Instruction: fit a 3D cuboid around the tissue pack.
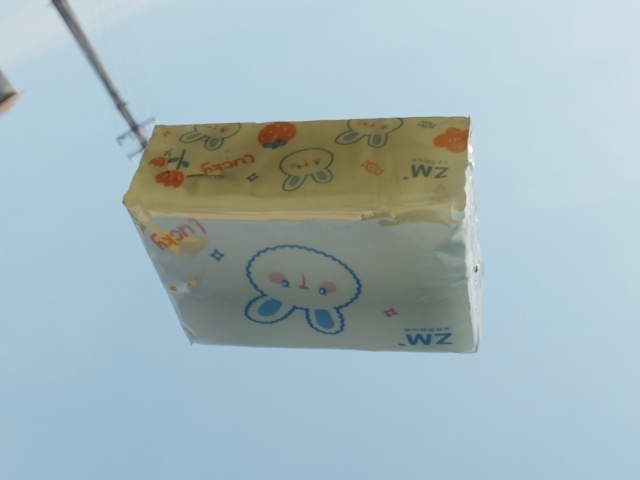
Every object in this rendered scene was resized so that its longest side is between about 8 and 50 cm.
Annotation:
[{"bbox_3d":[0.000,0.000,0.533,0.196,0.148,0.092,-1,-131,13],"label":"tissue pack"}]
